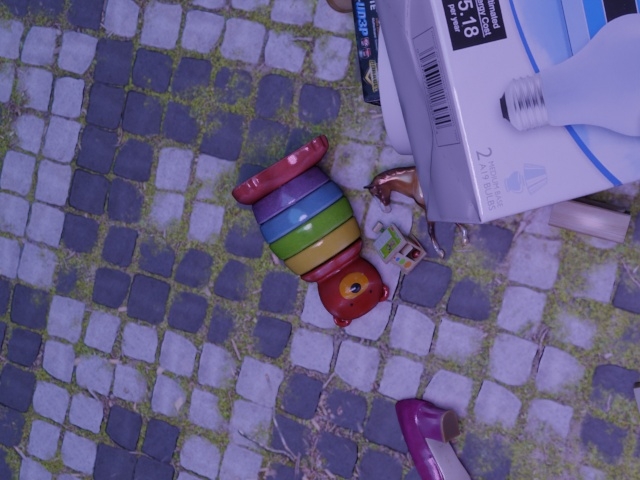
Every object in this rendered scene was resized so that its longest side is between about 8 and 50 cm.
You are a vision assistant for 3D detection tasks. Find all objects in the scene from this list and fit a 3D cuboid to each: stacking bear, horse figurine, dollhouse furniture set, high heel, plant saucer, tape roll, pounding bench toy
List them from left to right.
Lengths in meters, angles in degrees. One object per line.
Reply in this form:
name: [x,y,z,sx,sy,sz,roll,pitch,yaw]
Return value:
stacking bear: [0.000,0.000,1.540,0.175,0.164,0.289,-33,93,-12]
plant saucer: [0.047,-0.422,1.571,0.083,0.015,0.083,1,94,20]
pounding bench toy: [0.126,0.006,1.547,0.052,0.065,0.083,-48,42,16]
high heel: [0.181,0.382,1.552,0.117,0.082,0.244,5,111,51]
tape roll: [0.169,-0.268,1.393,0.100,0.286,0.286,3,94,20]
horse figurine: [0.223,-0.091,1.502,0.263,0.066,0.174,-35,87,21]
dollhouse furniture set: [0.427,-0.128,1.374,0.212,0.161,0.242,16,98,18]

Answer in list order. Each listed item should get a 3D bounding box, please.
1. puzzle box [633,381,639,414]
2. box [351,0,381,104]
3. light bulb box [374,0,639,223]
puzzle box: [0.695,0.304,1.361,0.409,0.052,0.272,-14,88,20]
box: [0.102,-0.321,1.472,0.051,0.175,0.220,-7,90,21]
light bulb box: [0.288,-0.234,1.159,0.361,0.225,0.358,-16,96,-9]
